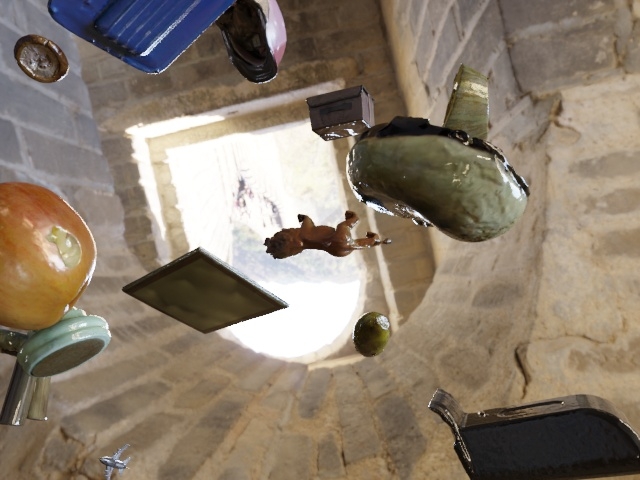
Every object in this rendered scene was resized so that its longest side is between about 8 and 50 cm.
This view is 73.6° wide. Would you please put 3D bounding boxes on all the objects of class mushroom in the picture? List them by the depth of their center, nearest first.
[{"bbox_3d":[0.171,-0.090,0.755,0.130,0.247,0.344,-42,-132,-18],"label":"mushroom"},{"bbox_3d":[-0.728,-0.475,1.118,0.123,0.123,0.052,-13,-139,-13],"label":"mushroom"}]

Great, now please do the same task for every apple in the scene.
[{"bbox_3d":[-0.535,0.031,0.783,0.242,0.241,0.242,-41,-168,11],"label":"apple"}]

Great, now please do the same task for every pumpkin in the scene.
[{"bbox_3d":[0.331,-0.282,0.966,0.110,0.217,0.217,14,-173,16],"label":"pumpkin"}]

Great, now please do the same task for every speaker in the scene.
[{"bbox_3d":[0.461,0.405,0.942,0.389,0.184,0.180,-19,173,22],"label":"speaker"}]

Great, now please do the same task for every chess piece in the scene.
[{"bbox_3d":[-0.668,0.162,1.052,0.195,0.299,0.194,-32,162,-12],"label":"chess piece"}]

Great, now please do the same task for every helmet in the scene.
[{"bbox_3d":[-0.172,-0.567,1.122,0.198,0.253,0.154,3,-130,48],"label":"helmet"}]

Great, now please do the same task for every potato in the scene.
[{"bbox_3d":[0.207,0.387,1.748,0.150,0.251,0.113,14,-134,7],"label":"potato"}]

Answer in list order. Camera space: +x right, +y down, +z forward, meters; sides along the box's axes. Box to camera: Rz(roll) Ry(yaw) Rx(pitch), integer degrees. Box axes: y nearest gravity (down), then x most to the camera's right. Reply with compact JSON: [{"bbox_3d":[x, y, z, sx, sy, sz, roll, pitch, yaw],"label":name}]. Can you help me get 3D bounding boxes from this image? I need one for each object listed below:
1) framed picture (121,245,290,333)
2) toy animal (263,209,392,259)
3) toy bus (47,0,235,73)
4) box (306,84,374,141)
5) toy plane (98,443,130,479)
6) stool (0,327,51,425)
[{"bbox_3d":[-0.183,0.089,0.666,0.231,0.010,0.173,-22,132,37],"label":"framed picture"},{"bbox_3d":[0.000,0.000,1.054,0.313,0.097,0.157,2,-149,31],"label":"toy animal"},{"bbox_3d":[-0.145,-0.334,0.426,0.288,0.175,0.138,-33,161,19],"label":"toy bus"},{"bbox_3d":[0.091,-0.530,1.811,0.253,0.153,0.188,-5,175,22],"label":"box"},{"bbox_3d":[-0.414,0.445,0.853,0.031,0.078,0.083,1,143,25],"label":"toy plane"},{"bbox_3d":[-0.878,0.369,1.180,0.311,0.226,0.310,15,158,-14],"label":"stool"}]
